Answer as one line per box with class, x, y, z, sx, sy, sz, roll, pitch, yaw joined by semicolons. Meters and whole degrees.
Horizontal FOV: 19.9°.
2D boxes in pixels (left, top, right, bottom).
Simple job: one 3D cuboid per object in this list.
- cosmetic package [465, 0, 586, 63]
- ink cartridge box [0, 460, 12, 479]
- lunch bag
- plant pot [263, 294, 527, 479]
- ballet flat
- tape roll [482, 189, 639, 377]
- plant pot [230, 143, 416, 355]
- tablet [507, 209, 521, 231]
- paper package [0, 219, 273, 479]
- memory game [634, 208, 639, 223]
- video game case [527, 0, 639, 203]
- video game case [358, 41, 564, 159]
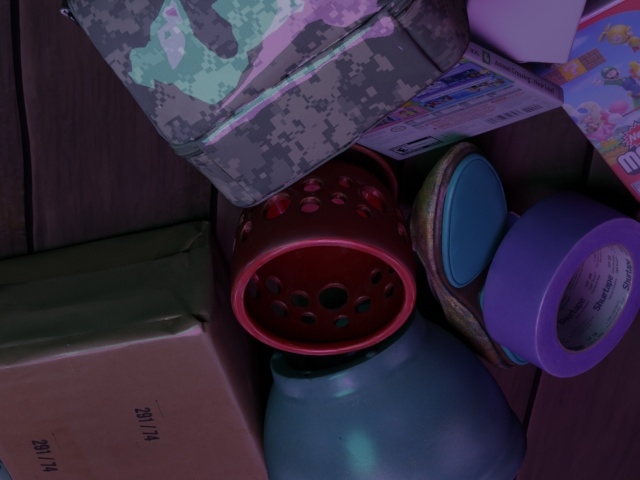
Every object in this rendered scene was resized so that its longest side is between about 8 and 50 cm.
cosmetic package;0.196;-0.277;1.695;0.117;0.085;0.231;4;138;-9
ink cartridge box;-0.414;0.372;2.283;0.211;0.121;0.289;40;123;-21
lunch bag;-0.047;-0.222;1.642;0.305;0.212;0.256;-32;127;23
plant pot;0.059;0.183;2.010;0.293;0.293;0.196;-17;111;14
ballet flat;0.151;0.015;1.978;0.123;0.123;0.348;-15;138;12
tape roll;0.267;0.047;1.966;0.189;0.080;0.189;-24;129;-35
plant pot;0.000;0.000;1.905;0.191;0.174;0.191;-2;136;-2
tablet;0.221;-0.001;2.040;0.083;0.006;0.054;31;127;-31
paper package;-0.226;0.160;2.066;0.309;0.168;0.325;-10;137;9
memory game;0.432;-0.017;1.981;0.186;0.012;0.186;2;131;3
video game case;0.358;-0.158;1.871;0.204;0.025;0.285;-27;132;23
video game case;0.099;-0.139;1.795;0.212;0.023;0.193;-17;156;38
